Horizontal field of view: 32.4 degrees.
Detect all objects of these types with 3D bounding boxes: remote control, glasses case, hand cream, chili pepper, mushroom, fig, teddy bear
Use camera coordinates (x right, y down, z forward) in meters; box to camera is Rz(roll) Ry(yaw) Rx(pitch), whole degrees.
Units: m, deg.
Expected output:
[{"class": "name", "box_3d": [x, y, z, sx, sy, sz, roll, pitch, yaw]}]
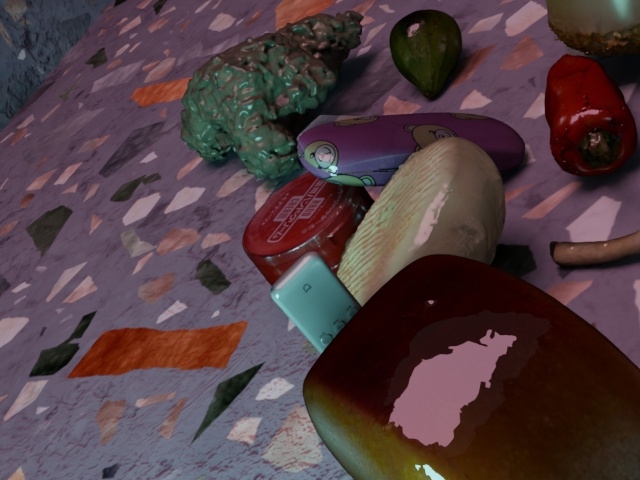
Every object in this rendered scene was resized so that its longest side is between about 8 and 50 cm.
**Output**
[{"class": "remote control", "box_3d": [0.035, 0.111, 1.184, 0.067, 0.261, 0.029, -44, 40, -8]}, {"class": "glasses case", "box_3d": [0.125, -0.124, 1.488, 0.316, 0.075, 0.123, -6, 30, -19]}, {"class": "hand cream", "box_3d": [0.000, 0.000, 1.530, 0.193, 0.125, 0.193, -27, 31, 18]}, {"class": "chili pepper", "box_3d": [0.342, -0.168, 1.432, 0.110, 0.110, 0.387, -27, 24, 17]}, {"class": "mushroom", "box_3d": [0.331, -0.003, 1.243, 0.187, 0.061, 0.060, -16, 40, 41]}, {"class": "fig", "box_3d": [0.181, -0.304, 1.828, 0.123, 0.123, 0.156, -22, 70, 25]}, {"class": "teddy bear", "box_3d": [-0.063, -0.287, 2.002, 0.367, 0.224, 0.357, -31, 23, -22]}]

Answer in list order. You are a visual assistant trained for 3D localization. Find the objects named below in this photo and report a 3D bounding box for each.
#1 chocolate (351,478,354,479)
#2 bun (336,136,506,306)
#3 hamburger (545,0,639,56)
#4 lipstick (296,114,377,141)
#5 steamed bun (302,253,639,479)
[{"class": "chocolate", "box_3d": [0.049, 0.291, 1.139, 0.064, 0.031, 0.101, -56, 26, 1]}, {"class": "bun", "box_3d": [0.127, 0.015, 1.317, 0.287, 0.146, 0.287, -57, 13, 21]}, {"class": "hamburger", "box_3d": [0.443, -0.362, 1.520, 0.276, 0.179, 0.294, -19, 31, 11]}, {"class": "lipstick", "box_3d": [0.086, -0.151, 1.720, 0.068, 0.066, 0.317, -47, 30, -21]}, {"class": "steamed bun", "box_3d": [0.135, 0.155, 1.019, 0.235, 0.248, 0.379, -44, 30, -12]}]
